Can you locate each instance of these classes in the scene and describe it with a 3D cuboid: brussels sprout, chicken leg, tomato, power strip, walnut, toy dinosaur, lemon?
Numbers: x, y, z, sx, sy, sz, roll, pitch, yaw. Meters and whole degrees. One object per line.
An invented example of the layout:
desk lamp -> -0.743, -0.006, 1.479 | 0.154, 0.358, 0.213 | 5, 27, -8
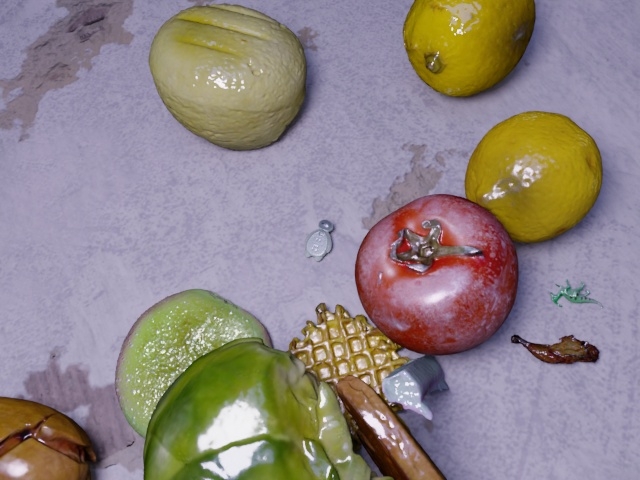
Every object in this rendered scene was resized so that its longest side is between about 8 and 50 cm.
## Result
brussels sprout -> -0.089, 0.341, 0.882 | 0.371, 0.276, 0.315 | 44, 78, 4
chicken leg -> 0.406, 0.187, 1.039 | 0.144, 0.038, 0.062 | 1, 43, 5
tomato -> 0.198, 0.065, 1.012 | 0.270, 0.227, 0.271 | -12, 53, 17
power strip -> 0.000, 0.000, 1.176 | 0.055, 0.035, 0.083 | 21, 82, 15
walnut -> -0.527, 0.354, 0.971 | 0.335, 0.209, 0.209 | 7, 66, 17
toy dinosaur -> 0.456, 0.104, 1.081 | 0.062, 0.021, 0.083 | -37, 63, -4
lemon -> 0.302, -0.432, 1.224 | 0.260, 0.260, 0.284 | 14, 71, 12
lemon -> 0.374, -0.108, 1.073 | 0.228, 0.229, 0.253 | 32, 53, 18

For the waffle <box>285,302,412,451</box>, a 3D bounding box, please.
waffle -> 0.042, 0.234, 1.048 | 0.231, 0.051, 0.229 | 25, 67, 15

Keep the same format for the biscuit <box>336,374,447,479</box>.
biscuit -> 0.113, 0.311, 0.866 | 0.052, 0.277, 0.262 | -34, 74, -13

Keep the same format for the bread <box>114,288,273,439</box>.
bread -> -0.234, 0.229, 1.081 | 0.301, 0.045, 0.302 | -3, 65, 6

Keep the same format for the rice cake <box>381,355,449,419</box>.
rice cake -> 0.152, 0.220, 0.921 | 0.051, 0.290, 0.081 | -43, 75, 10

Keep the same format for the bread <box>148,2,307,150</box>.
bread -> -0.188, -0.347, 1.239 | 0.320, 0.237, 0.321 | -1, 66, 2
